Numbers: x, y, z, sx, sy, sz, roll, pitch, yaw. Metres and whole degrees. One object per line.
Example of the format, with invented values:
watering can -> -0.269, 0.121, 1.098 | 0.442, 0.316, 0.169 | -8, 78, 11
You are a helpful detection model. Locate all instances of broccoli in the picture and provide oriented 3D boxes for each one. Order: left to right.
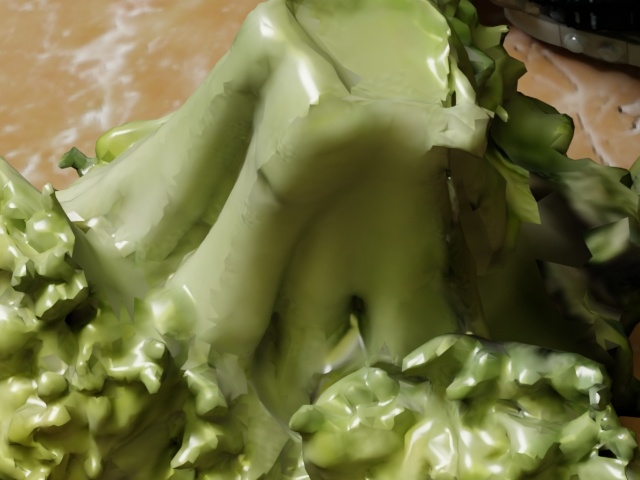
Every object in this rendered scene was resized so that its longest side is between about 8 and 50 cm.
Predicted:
broccoli -> -0.009, -0.007, 0.803 | 0.347, 0.281, 0.293 | 14, 58, -10

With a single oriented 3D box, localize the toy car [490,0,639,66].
toy car -> 0.084, -0.179, 0.978 | 0.301, 0.193, 0.118 | 20, 63, 23

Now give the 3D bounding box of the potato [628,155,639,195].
potato -> 0.225, -0.029, 0.930 | 0.120, 0.081, 0.149 | 43, 52, 2
